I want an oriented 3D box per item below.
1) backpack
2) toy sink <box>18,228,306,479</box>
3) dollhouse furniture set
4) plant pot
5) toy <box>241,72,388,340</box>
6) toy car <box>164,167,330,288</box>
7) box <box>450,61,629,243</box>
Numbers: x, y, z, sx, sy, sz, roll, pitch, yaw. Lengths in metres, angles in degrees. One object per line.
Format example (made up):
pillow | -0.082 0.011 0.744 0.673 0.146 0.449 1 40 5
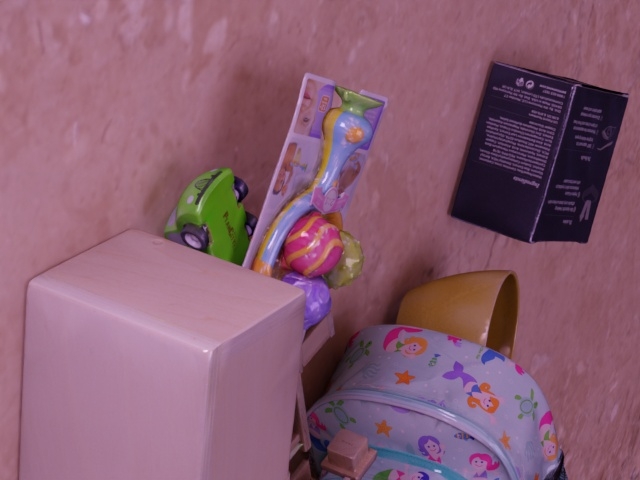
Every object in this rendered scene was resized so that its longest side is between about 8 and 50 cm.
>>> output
backpack | 0.097 0.202 1.715 0.191 0.225 0.253 -53 145 -40
toy sink | -0.111 0.133 1.359 0.131 0.152 0.234 -30 132 -53
dollhouse furniture set | -0.003 0.161 1.567 0.182 0.161 0.101 -48 145 -36
plant pot | 0.124 0.086 1.812 0.134 0.095 0.134 10 90 -73
toy | 0.000 0.000 1.465 0.137 0.056 0.237 9 98 -62
toy car | -0.073 0.026 1.466 0.239 0.053 0.225 -55 149 -30
box | 0.215 -0.083 1.886 0.156 0.093 0.158 2 105 -62
